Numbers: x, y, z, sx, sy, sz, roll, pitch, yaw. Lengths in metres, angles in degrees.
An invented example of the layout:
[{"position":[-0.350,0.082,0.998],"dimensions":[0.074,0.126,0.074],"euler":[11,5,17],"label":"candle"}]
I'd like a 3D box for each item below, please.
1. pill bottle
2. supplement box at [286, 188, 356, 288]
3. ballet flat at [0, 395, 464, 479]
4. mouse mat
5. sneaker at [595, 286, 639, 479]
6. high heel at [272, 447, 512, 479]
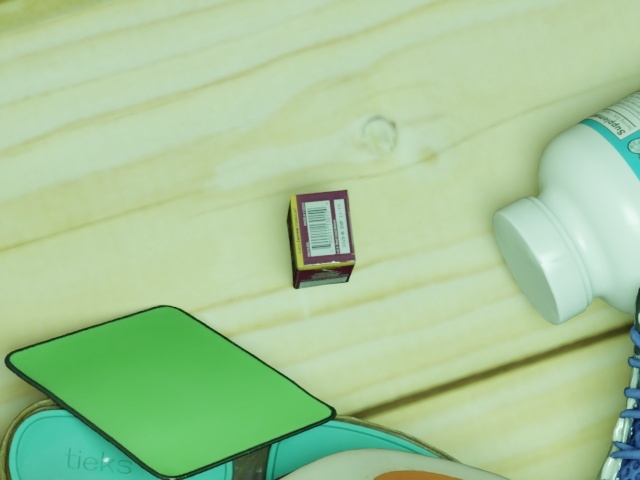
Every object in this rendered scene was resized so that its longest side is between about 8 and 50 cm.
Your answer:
[{"position":[0.257,-0.042,1.279],"dimensions":[0.264,0.146,0.146],"euler":[-29,82,-7],"label":"pill bottle"},{"position":[0.000,0.000,1.289],"dimensions":[0.043,0.083,0.055],"euler":[-6,80,-4],"label":"supplement box"},{"position":[-0.048,0.176,1.232],"dimensions":[0.342,0.124,0.116],"euler":[6,74,-2],"label":"ballet flat"},{"position":[-0.102,0.098,1.213],"dimensions":[0.153,0.007,0.190],"euler":[-17,35,-40],"label":"mouse mat"},{"position":[0.234,0.125,1.200],"dimensions":[0.127,0.182,0.315],"euler":[20,59,40],"label":"sneaker"},{"position":[-0.027,0.230,1.145],"dimensions":[0.377,0.181,0.127],"euler":[2,48,-12],"label":"high heel"}]
